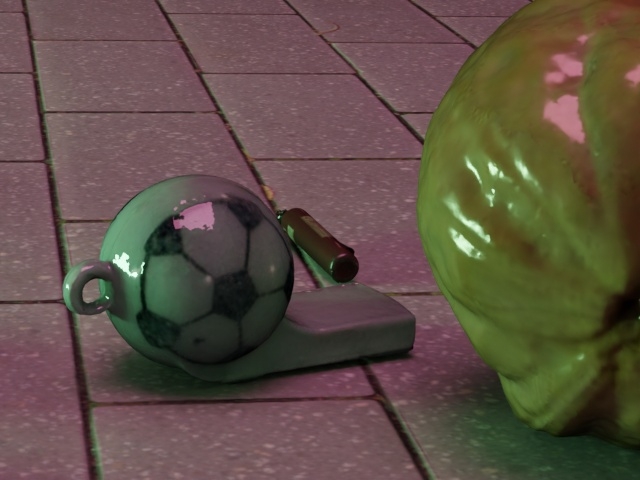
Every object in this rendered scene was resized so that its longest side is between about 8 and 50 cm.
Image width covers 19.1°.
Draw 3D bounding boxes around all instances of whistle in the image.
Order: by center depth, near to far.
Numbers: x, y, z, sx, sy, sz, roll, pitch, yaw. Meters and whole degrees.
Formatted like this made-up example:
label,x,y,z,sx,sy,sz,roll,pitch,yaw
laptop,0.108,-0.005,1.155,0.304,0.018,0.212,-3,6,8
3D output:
label,x,y,z,sx,sy,sz,roll,pitch,yaw
whistle,-0.064,0.022,1.460,0.290,0.163,0.163,-8,19,-30

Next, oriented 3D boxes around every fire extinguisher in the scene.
label,x,y,z,sx,sy,sz,roll,pitch,yaw
fire extinguisher,0.000,0.000,1.768,0.049,0.035,0.173,-7,21,-19

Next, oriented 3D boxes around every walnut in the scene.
label,x,y,z,sx,sy,sz,roll,pitch,yaw
walnut,0.242,-0.017,1.348,0.381,0.381,0.381,2,16,-1
